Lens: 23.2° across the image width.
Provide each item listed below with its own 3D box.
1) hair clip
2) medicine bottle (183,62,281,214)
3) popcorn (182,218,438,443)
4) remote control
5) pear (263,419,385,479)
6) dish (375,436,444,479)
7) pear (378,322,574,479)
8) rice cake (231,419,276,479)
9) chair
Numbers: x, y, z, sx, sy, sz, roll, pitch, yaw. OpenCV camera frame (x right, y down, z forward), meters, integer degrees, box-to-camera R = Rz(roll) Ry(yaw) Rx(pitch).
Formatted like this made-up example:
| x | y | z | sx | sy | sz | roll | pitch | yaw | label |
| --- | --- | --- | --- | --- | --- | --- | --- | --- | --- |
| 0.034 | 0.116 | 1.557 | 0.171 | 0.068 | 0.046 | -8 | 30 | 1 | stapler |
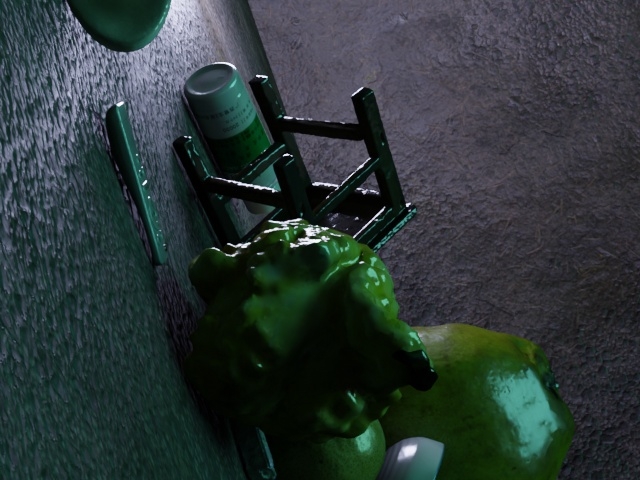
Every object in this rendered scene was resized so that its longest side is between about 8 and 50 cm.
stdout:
| x | y | z | sx | sy | sz | roll | pitch | yaw | label |
| --- | --- | --- | --- | --- | --- | --- | --- | --- | --- |
| -0.243 | -0.357 | 1.774 | 0.113 | 0.172 | 0.282 | -123 | -156 | -77 | hair clip |
| -0.129 | -0.155 | 2.452 | 0.095 | 0.095 | 0.260 | -103 | 171 | -49 | medicine bottle |
| -0.031 | 0.093 | 1.766 | 0.237 | 0.293 | 0.293 | -86 | 160 | -44 | popcorn |
| -0.206 | -0.061 | 1.730 | 0.050 | 0.027 | 0.184 | -75 | 150 | -78 | remote control |
| 0.001 | 0.263 | 1.956 | 0.167 | 0.167 | 0.137 | -100 | 166 | -60 | pear |
| 0.051 | 0.370 | 2.072 | 0.273 | 0.133 | 0.273 | 23 | 90 | -87 | dish |
| 0.175 | 0.302 | 2.358 | 0.352 | 0.413 | 0.352 | 157 | -90 | -79 | pear |
| -0.095 | 0.189 | 1.880 | 0.043 | 0.034 | 0.211 | 66 | 6 | -66 | rice cake |
| 0.000 | 0.000 | 2.188 | 0.240 | 0.203 | 0.416 | 11 | -46 | 44 | chair |
